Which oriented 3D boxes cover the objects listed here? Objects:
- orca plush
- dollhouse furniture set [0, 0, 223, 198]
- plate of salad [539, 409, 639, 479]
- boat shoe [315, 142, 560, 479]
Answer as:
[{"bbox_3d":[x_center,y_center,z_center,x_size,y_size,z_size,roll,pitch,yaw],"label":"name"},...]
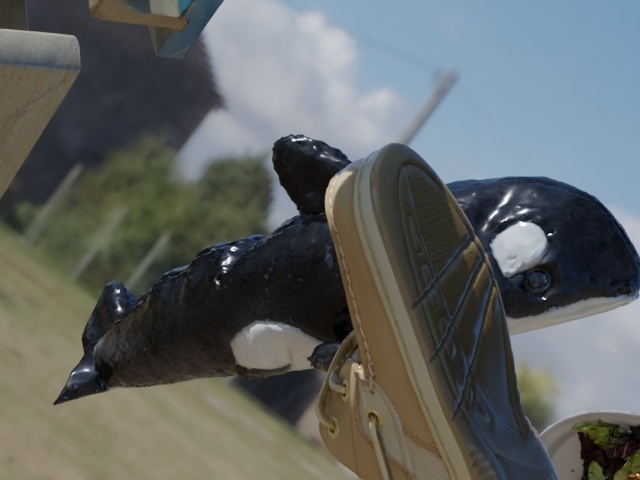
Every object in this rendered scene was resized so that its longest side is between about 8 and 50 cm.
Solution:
[{"bbox_3d":[0.000,0.000,0.910,0.287,0.102,0.151,-9,6,41],"label":"orca plush"},{"bbox_3d":[-0.063,-0.093,0.529,0.129,0.184,0.129,3,-25,-24],"label":"dollhouse furniture set"},{"bbox_3d":[0.258,0.227,1.658,0.199,0.048,0.200,16,-51,21],"label":"plate of salad"},{"bbox_3d":[0.028,0.053,0.602,0.059,0.063,0.170,-9,-67,27],"label":"boat shoe"}]
